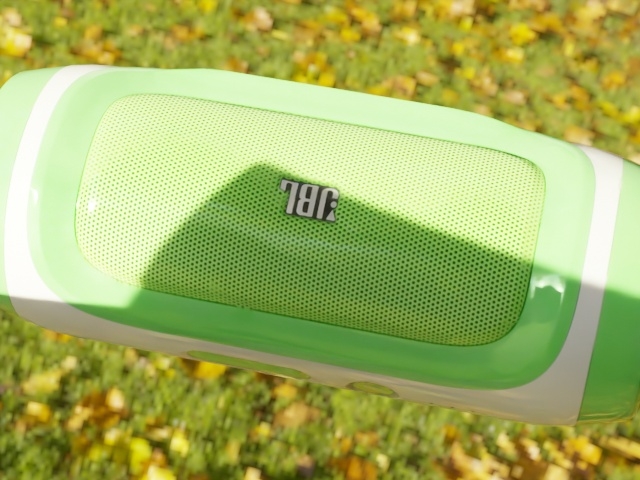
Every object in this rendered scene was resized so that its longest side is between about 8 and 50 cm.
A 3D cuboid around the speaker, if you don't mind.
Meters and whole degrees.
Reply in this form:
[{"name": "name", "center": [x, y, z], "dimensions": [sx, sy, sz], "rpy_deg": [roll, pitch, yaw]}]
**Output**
[{"name": "speaker", "center": [0.000, 0.000, 0.674], "dimensions": [0.296, 0.131, 0.131], "rpy_deg": [10, 25, 8]}]
